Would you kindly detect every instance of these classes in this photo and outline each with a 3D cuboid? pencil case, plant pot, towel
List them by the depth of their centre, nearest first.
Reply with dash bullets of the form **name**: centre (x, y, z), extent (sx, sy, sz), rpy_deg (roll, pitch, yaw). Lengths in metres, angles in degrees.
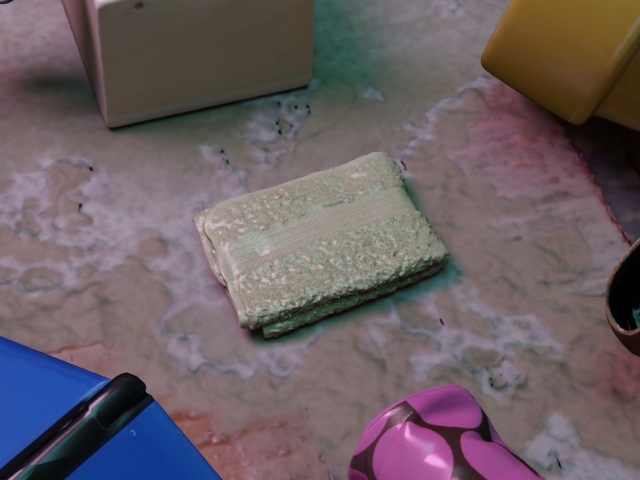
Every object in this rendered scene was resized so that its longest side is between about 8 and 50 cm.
- **pencil case**: centre (0.116, 0.162, 0.925), extent (0.098, 0.095, 0.209), rpy_deg (-33, 57, -28)
- **towel**: centre (0.000, 0.000, 1.093), extent (0.148, 0.027, 0.110), rpy_deg (-18, 55, -16)
- **plant pot**: centre (0.272, -0.158, 1.109), extent (0.239, 0.254, 0.254), rpy_deg (34, 56, 4)

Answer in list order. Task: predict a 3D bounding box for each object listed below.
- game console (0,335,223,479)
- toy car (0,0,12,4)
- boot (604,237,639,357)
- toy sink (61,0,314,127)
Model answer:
- **game console**: centre (-0.200, 0.209, 0.918), extent (0.293, 0.173, 0.250), rpy_deg (-41, 94, -28)
- **toy car**: centre (-0.310, -0.189, 1.120), extent (0.225, 0.053, 0.239), rpy_deg (-11, 18, -36)
- **boot**: centre (0.297, -0.024, 0.967), extent (0.305, 0.115, 0.112), rpy_deg (-38, 63, 15)
- **toy sink**: centre (-0.111, -0.218, 1.199), extent (0.153, 0.131, 0.234), rpy_deg (-13, 52, -13)
